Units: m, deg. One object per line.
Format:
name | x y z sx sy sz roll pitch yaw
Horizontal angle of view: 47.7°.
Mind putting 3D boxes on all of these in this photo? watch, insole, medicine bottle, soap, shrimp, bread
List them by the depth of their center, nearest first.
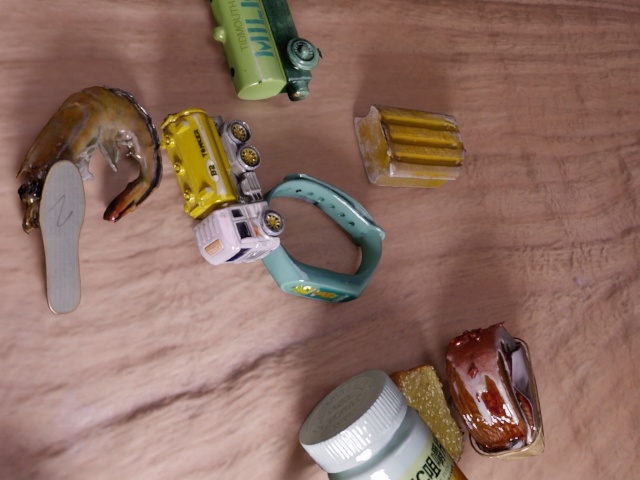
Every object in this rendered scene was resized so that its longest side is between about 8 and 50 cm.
insole | -0.309 -0.004 0.872 0.064 0.004 0.189 -6 99 -51
shrimp | -0.293 -0.095 0.951 0.173 0.058 0.253 38 52 -32
medicine bottle | 0.123 0.353 1.029 0.318 0.158 0.158 54 47 -10
watch | 0.000 0.000 1.150 0.237 0.068 0.195 15 60 -31
bread | 0.163 0.291 1.157 0.103 0.065 0.187 -23 85 -45
bread | 0.292 0.254 1.228 0.212 0.142 0.224 46 34 -33
soap | 0.179 -0.174 1.370 0.232 0.073 0.140 -2 74 -41

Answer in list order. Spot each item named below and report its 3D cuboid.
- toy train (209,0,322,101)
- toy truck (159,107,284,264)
toy train | -0.104 -0.345 1.198 0.157 0.105 0.253 -11 79 -28
toy truck | -0.147 -0.076 1.033 0.114 0.098 0.227 -13 78 -42
